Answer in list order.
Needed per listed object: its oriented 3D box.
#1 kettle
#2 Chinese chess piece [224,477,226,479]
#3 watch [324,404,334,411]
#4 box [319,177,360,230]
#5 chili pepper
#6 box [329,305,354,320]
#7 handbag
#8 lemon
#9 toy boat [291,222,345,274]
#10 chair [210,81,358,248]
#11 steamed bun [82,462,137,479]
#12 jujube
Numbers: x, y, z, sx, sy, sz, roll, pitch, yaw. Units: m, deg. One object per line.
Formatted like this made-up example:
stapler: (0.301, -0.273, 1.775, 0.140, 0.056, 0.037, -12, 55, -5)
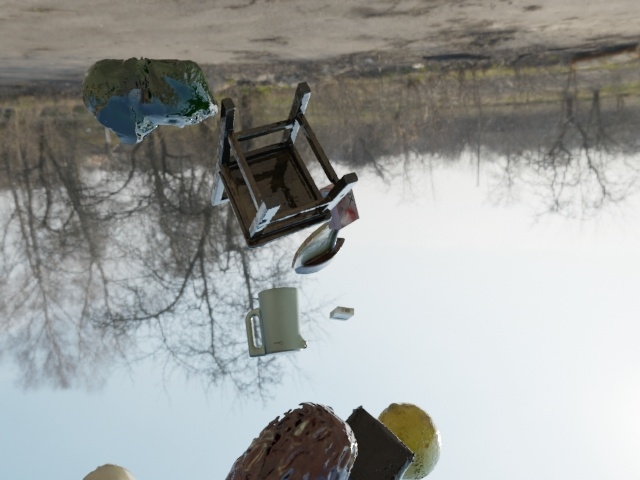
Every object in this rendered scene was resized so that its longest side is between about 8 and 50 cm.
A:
kettle: (-0.103, 0.189, 1.150, 0.127, 0.147, 0.098, -1, 165, -20)
Chinese chess piece: (-0.257, 0.797, 1.598, 0.122, 0.122, 0.051, -5, -148, -8)
watch: (-0.018, 0.716, 1.884, 0.068, 0.274, 0.276, 13, -149, -14)
box: (0.065, -0.119, 1.649, 0.060, 0.156, 0.111, 0, -158, 41)
chili pepper: (-0.346, -0.274, 0.971, 0.265, 0.116, 0.148, 1, 150, 0)
box: (0.062, 0.215, 1.460, 0.054, 0.024, 0.083, 8, 157, -13)
handbag: (0.147, 0.655, 1.501, 0.223, 0.247, 0.080, -46, 179, -29)
lemon: (0.325, 0.753, 1.886, 0.258, 0.309, 0.258, -16, -168, 3)
toy boat: (-0.014, 0.024, 2.028, 0.276, 0.293, 0.111, -36, -116, -12)
chair: (-0.107, -0.105, 1.091, 0.203, 0.240, 0.416, -22, 165, -22)
steamed bun: (-0.779, 0.994, 1.743, 0.241, 0.374, 0.374, 33, -159, 11)
jujube: (-0.078, 0.590, 1.251, 0.376, 0.258, 0.258, -47, -157, -9)
